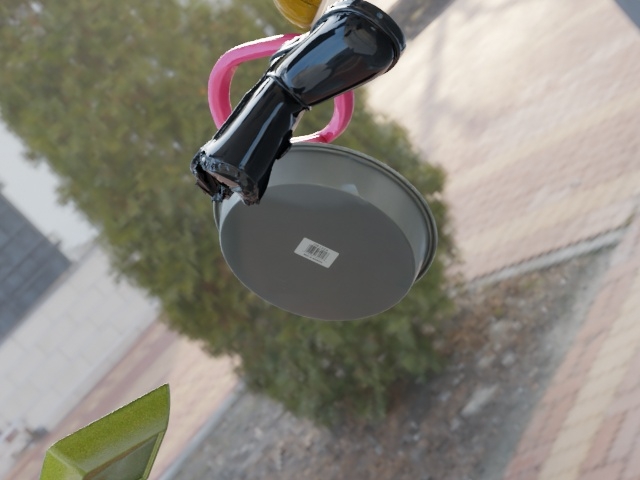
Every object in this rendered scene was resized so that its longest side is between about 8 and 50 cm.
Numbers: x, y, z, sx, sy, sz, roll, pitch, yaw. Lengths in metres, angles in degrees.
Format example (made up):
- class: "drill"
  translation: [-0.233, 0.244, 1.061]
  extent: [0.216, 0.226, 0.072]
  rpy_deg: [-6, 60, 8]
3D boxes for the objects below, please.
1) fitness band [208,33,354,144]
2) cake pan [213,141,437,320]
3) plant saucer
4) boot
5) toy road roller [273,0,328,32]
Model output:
- class: "fitness band"
  translation: [-0.071, -0.250, 2.145]
  extent: [0.290, 0.209, 0.054]
  rpy_deg: [-6, 15, 36]
- class: "cake pan"
  translation: [0.000, 0.000, 1.559]
  extent: [0.293, 0.293, 0.054]
  rpy_deg: [-36, 27, 41]
- class: "plant saucer"
  translation: [-0.273, 0.287, 1.574]
  extent: [0.188, 0.045, 0.188]
  rpy_deg: [-26, -27, -38]
- class: "boot"
  translation: [-0.029, -0.137, 1.317]
  extent: [0.246, 0.094, 0.207]
  rpy_deg: [-12, 41, 60]
- class: "toy road roller"
  translation: [-0.062, -0.560, 2.437]
  extent: [0.202, 0.329, 0.241]
  rpy_deg: [-5, -63, -87]
